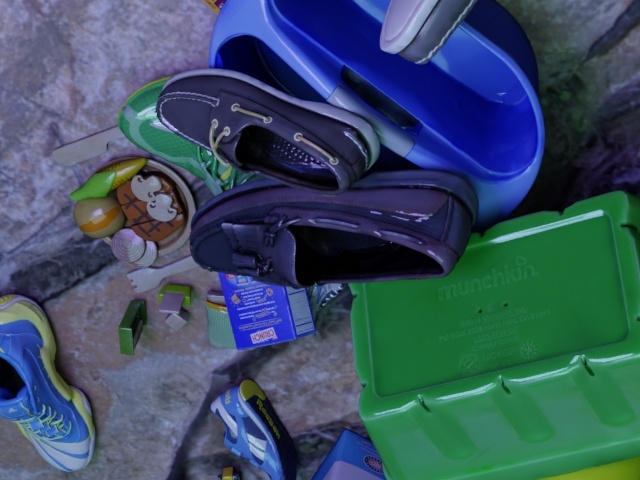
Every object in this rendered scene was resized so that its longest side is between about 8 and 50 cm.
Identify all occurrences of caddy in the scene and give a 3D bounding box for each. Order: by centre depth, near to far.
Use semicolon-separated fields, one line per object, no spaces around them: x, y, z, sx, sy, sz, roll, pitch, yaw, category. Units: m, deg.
0.058;-0.147;1.668;0.341;0.179;0.241;36;119;-10;caddy

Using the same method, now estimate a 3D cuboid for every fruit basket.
0.236;0.140;1.740;0.392;0.283;0.392;-4;155;-2;fruit basket

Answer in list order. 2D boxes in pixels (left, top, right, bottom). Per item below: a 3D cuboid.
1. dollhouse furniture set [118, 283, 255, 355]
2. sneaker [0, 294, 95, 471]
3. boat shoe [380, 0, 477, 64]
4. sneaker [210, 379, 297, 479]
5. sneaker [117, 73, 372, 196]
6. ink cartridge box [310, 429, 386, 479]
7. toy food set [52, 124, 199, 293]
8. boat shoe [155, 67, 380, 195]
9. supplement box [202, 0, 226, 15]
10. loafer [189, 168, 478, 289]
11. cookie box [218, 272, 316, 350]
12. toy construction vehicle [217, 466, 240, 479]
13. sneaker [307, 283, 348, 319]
-0.142;0.096;1.911;0.151;0.058;0.076;5;125;7;dollhouse furniture set
-0.333;0.186;1.964;0.091;0.126;0.240;-13;116;17;sneaker
0.159;-0.275;1.543;0.091;0.109;0.305;36;76;-21;boat shoe
-0.074;0.227;1.984;0.059;0.053;0.144;-22;105;21;sneaker
-0.068;-0.075;1.764;0.295;0.123;0.109;25;121;-4;sneaker
0.051;0.395;1.929;0.198;0.270;0.197;27;121;-5;ink cartridge box
-0.199;-0.029;1.865;0.132;0.038;0.192;-21;114;21;toy food set
-0.061;-0.099;1.607;0.227;0.069;0.081;16;134;22;boat shoe
-0.089;-0.270;1.702;0.055;0.043;0.083;41;118;-13;supplement box
0.000;0.000;1.647;0.302;0.095;0.109;-8;138;26;loafer
-0.059;0.057;1.847;0.092;0.040;0.107;-13;90;42;cookie box
-0.130;0.312;2.057;0.086;0.035;0.098;-9;121;3;toy construction vehicle
0.003;0.047;1.865;0.058;0.052;0.135;11;122;-1;sneaker
